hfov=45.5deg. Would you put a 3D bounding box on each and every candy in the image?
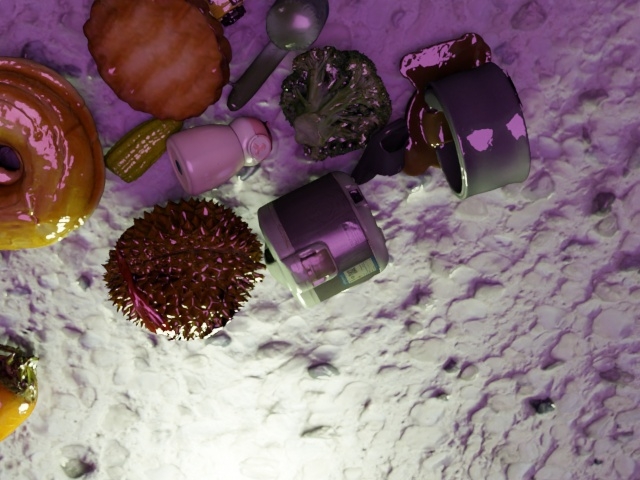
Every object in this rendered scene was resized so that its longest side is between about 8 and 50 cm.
[{"bbox_3d":[-0.402,-0.223,1.761,0.209,0.097,0.096,-40,111,0],"label":"candy"}]

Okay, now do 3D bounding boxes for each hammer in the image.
[{"bbox_3d":[-0.115,-0.419,1.704,0.119,0.206,0.335,39,119,-12],"label":"hammer"}]

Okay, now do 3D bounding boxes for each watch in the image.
[{"bbox_3d":[0.332,-0.274,1.727,0.314,0.327,0.335,-17,111,-2],"label":"watch"}]

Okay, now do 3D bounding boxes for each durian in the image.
[{"bbox_3d":[-0.310,0.067,1.746,0.385,0.347,0.347,-2,111,9],"label":"durian"}]

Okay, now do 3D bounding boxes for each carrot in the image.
[{"bbox_3d":[-0.807,0.382,1.870,0.331,0.214,0.193,-40,140,11],"label":"carrot"}]

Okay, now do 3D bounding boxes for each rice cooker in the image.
[{"bbox_3d":[-0.002,0.003,1.802,0.277,0.288,0.288,-27,112,-2],"label":"rice cooker"}]

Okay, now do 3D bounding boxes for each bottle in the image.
[{"bbox_3d":[-0.218,-0.208,1.748,0.237,0.147,0.147,-23,113,-17],"label":"bottle"}]

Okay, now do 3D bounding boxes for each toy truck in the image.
[{"bbox_3d":[-0.159,-0.571,1.657,0.286,0.111,0.136,-35,113,5],"label":"toy truck"}]

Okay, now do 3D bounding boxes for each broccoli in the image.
[{"bbox_3d":[0.028,-0.305,1.729,0.269,0.241,0.261,6,125,37],"label":"broccoli"}]

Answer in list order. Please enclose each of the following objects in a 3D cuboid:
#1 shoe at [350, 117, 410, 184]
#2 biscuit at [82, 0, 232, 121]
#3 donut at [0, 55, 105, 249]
[{"bbox_3d":[0.156,-0.189,1.793,0.108,0.241,0.093,-31,76,-31],"label":"shoe"},{"bbox_3d":[-0.342,-0.416,1.645,0.326,0.107,0.325,10,130,12],"label":"biscuit"},{"bbox_3d":[-0.692,-0.183,1.674,0.449,0.198,0.448,-2,111,-5],"label":"donut"}]
